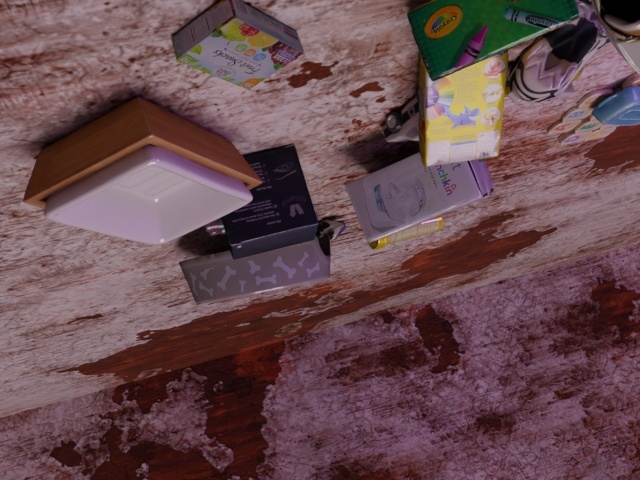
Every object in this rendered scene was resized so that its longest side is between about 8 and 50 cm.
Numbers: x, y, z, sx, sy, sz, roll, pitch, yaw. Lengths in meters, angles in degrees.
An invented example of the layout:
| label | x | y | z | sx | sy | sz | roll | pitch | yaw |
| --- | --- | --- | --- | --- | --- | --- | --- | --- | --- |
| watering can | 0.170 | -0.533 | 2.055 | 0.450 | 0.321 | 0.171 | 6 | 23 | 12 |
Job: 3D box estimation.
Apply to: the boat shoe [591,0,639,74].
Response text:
| label | x | y | z | sx | sy | sz | roll | pitch | yaw |
| --- | --- | --- | --- | --- | --- | --- | --- | --- | --- |
| boat shoe | 0.393 | -0.296 | 0.907 | 0.113 | 0.103 | 0.302 | -7 | 143 | 39 |

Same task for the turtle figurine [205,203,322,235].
| label | x | y | z | sx | sy | sz | roll | pitch | yaw |
| --- | --- | --- | --- | --- | --- | --- | --- | --- | --- |
| turtle figurine | -0.107 | -0.052 | 1.416 | 0.234 | 0.118 | 0.175 | -8 | 157 | -5 |

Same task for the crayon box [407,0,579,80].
| label | x | y | z | sx | sy | sz | roll | pitch | yaw |
| --- | --- | --- | --- | --- | --- | --- | --- | --- | --- |
| crayon box | 0.199 | -0.265 | 0.888 | 0.165 | 0.081 | 0.278 | -21 | -172 | 13 |

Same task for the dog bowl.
| label | x | y | z | sx | sy | sz | roll | pitch | yaw |
| --- | --- | --- | --- | --- | --- | --- | --- | --- | --- |
| dog bowl | -0.136 | 0.065 | 1.625 | 0.349 | 0.102 | 0.349 | -10 | 178 | 0 |

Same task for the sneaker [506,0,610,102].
| label | x | y | z | sx | sy | sz | roll | pitch | yaw |
| --- | --- | --- | --- | --- | --- | --- | --- | --- | --- |
| sneaker | 0.366 | -0.290 | 1.087 | 0.235 | 0.094 | 0.153 | -51 | -178 | -10 |

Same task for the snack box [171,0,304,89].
| label | x | y | z | sx | sy | sz | roll | pitch | yaw |
| --- | --- | --- | --- | --- | --- | --- | --- | --- | --- |
| snack box | -0.102 | -0.244 | 0.911 | 0.100 | 0.037 | 0.141 | -25 | 162 | 29 |

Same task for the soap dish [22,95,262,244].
| label | x | y | z | sx | sy | sz | roll | pitch | yaw |
| --- | --- | --- | --- | --- | --- | --- | --- | --- | --- |
| soap dish | -0.259 | -0.096 | 1.095 | 0.229 | 0.118 | 0.291 | -23 | 163 | 20 |

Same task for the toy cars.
| label | x | y | z | sx | sy | sz | roll | pitch | yaw |
| --- | --- | --- | --- | --- | --- | --- | --- | --- | --- |
| toy cars | 0.288 | -0.242 | 1.227 | 0.394 | 0.087 | 0.176 | -21 | 163 | 13 |

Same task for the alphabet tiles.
| label | x | y | z | sx | sy | sz | roll | pitch | yaw |
| --- | --- | --- | --- | --- | --- | --- | --- | --- | --- |
| alphabet tiles | 0.646 | -0.286 | 1.567 | 0.278 | 0.021 | 0.284 | -11 | 163 | -20 |

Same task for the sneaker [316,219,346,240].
| label | x | y | z | sx | sy | sz | roll | pitch | yaw |
| --- | --- | --- | --- | --- | --- | --- | --- | --- | --- |
| sneaker | 0.000 | 0.000 | 1.777 | 0.170 | 0.068 | 0.071 | -29 | 171 | 41 |

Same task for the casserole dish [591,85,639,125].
| label | x | y | z | sx | sy | sz | roll | pitch | yaw |
| --- | --- | --- | --- | --- | --- | --- | --- | --- | --- |
| casserole dish | 0.650 | -0.275 | 1.502 | 0.188 | 0.037 | 0.114 | -7 | 162 | -35 |

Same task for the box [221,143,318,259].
| label | x | y | z | sx | sy | sz | roll | pitch | yaw |
| --- | --- | --- | --- | --- | --- | --- | --- | --- | --- |
| box | -0.101 | -0.067 | 1.281 | 0.156 | 0.158 | 0.093 | -14 | 164 | -9 |

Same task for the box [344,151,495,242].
| label | x | y | z | sx | sy | sz | roll | pitch | yaw |
| --- | --- | --- | --- | --- | --- | --- | --- | --- | --- |
| box | 0.205 | -0.102 | 1.417 | 0.231 | 0.126 | 0.262 | -23 | 179 | 20 |

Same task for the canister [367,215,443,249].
| label | x | y | z | sx | sy | sz | roll | pitch | yaw |
| --- | --- | --- | --- | --- | --- | --- | --- | --- | --- |
| canister | 0.182 | -0.058 | 1.659 | 0.170 | 0.126 | 0.073 | -14 | 163 | -18 |

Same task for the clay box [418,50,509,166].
| label | x | y | z | sx | sy | sz | roll | pitch | yaw |
| --- | --- | --- | --- | --- | --- | --- | --- | --- | --- |
| clay box | 0.221 | -0.224 | 1.137 | 0.128 | 0.053 | 0.222 | -9 | 134 | -2 |
